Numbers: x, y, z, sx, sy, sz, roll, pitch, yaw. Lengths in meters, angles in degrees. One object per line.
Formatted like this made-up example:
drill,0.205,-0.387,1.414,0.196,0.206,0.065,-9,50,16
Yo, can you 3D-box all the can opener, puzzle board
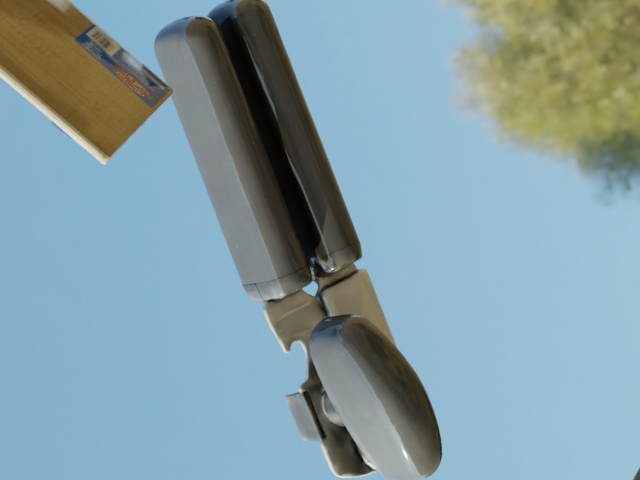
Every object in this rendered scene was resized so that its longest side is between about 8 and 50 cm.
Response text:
can opener,0.000,0.000,1.043,0.076,0.095,0.283,-27,-80,-35
puzzle board,-0.138,-0.096,0.921,0.128,0.011,0.096,41,-152,-5

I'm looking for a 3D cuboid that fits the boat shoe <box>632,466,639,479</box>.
boat shoe,0.312,0.122,1.277,0.098,0.302,0.109,7,-145,-27
